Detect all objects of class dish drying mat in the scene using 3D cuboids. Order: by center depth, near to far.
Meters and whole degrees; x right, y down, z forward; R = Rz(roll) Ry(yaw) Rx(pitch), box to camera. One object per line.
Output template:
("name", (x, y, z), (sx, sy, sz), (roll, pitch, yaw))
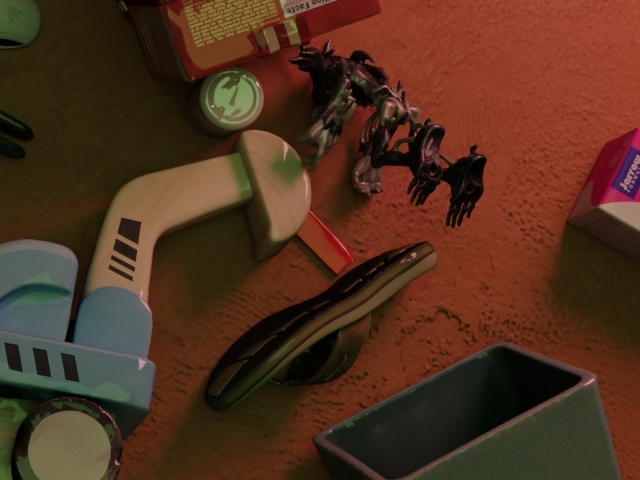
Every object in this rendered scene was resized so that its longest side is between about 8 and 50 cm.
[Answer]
("dish drying mat", (0.000, 0.000, 1.961), (0.083, 0.008, 0.032), (46, 76, -2))

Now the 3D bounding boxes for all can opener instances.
("can opener", (-0.393, -0.141, 1.872), (0.186, 0.073, 0.059), (34, 69, -15))

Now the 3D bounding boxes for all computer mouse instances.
("computer mouse", (-0.397, -0.252, 1.892), (0.193, 0.042, 0.106), (4, 81, -11))

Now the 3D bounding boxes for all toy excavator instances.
("toy excavator", (-0.240, 0.070, 1.813), (0.432, 0.222, 0.445), (11, 72, -12))

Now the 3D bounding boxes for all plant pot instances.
("plant pot", (0.180, 0.285, 1.849), (0.247, 0.247, 0.252), (-26, 102, -14))

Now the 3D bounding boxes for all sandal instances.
("sandal", (0.012, 0.104, 1.899), (0.302, 0.120, 0.086), (-31, 104, -15))

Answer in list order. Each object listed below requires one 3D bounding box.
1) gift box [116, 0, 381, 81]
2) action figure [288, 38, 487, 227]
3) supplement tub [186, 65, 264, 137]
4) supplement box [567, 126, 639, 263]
("gift box", (-0.095, -0.328, 1.853), (0.255, 0.258, 0.276), (-16, 100, -12))
("action figure", (0.048, -0.119, 1.903), (0.164, 0.275, 0.141), (17, 109, -47))
("supplement tub", (-0.104, -0.149, 1.905), (0.071, 0.107, 0.071), (1, 88, -14))
("supplement box", (0.411, -0.022, 2.000), (0.220, 0.114, 0.111), (28, 79, -5))
